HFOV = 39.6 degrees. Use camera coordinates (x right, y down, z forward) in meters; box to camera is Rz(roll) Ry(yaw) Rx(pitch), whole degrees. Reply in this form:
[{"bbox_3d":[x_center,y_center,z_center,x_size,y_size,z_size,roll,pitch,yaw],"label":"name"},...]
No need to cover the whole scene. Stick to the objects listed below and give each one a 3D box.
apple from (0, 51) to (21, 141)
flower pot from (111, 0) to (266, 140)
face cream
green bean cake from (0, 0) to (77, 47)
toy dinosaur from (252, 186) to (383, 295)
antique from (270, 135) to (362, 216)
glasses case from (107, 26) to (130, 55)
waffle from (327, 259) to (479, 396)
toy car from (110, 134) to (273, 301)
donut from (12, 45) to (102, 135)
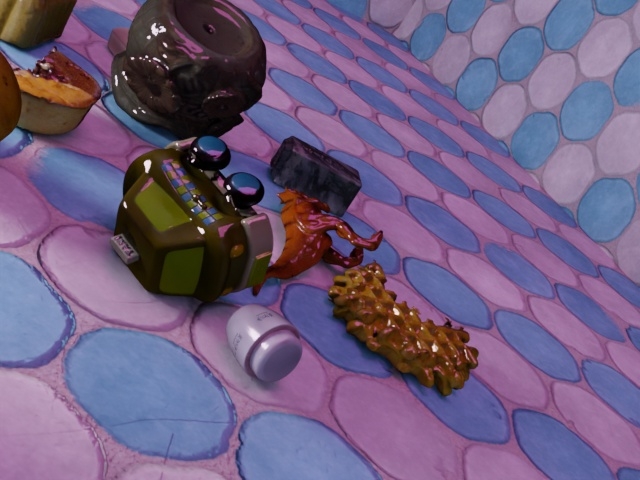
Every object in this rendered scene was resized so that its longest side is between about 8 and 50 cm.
[{"bbox_3d":[-0.496,-0.190,1.209,0.155,0.182,0.182,48,16,-24],"label":"apple"},{"bbox_3d":[-0.250,-0.330,1.716,0.302,0.213,0.302,23,42,-22],"label":"flower pot"},{"bbox_3d":[-0.078,0.138,1.211,0.091,0.091,0.095,8,26,-47],"label":"face cream"},{"bbox_3d":[-0.608,-0.489,1.715,0.233,0.124,0.236,31,23,-7],"label":"green bean cake"},{"bbox_3d":[0.000,0.000,1.590,0.208,0.097,0.432,16,21,-7],"label":"toy dinosaur"},{"bbox_3d":[-0.014,-0.137,1.858,0.183,0.086,0.088,26,23,-17],"label":"antique"},{"bbox_3d":[-0.386,-0.390,1.902,0.083,0.050,0.196,-1,41,-42],"label":"glasses case"},{"bbox_3d":[0.143,0.144,1.530,0.293,0.069,0.260,36,21,8],"label":"waffle"},{"bbox_3d":[-0.208,-0.021,1.274,0.198,0.204,0.248,-21,57,-36],"label":"toy car"},{"bbox_3d":[-0.450,-0.235,1.467,0.141,0.085,0.217,34,23,0],"label":"donut"}]
